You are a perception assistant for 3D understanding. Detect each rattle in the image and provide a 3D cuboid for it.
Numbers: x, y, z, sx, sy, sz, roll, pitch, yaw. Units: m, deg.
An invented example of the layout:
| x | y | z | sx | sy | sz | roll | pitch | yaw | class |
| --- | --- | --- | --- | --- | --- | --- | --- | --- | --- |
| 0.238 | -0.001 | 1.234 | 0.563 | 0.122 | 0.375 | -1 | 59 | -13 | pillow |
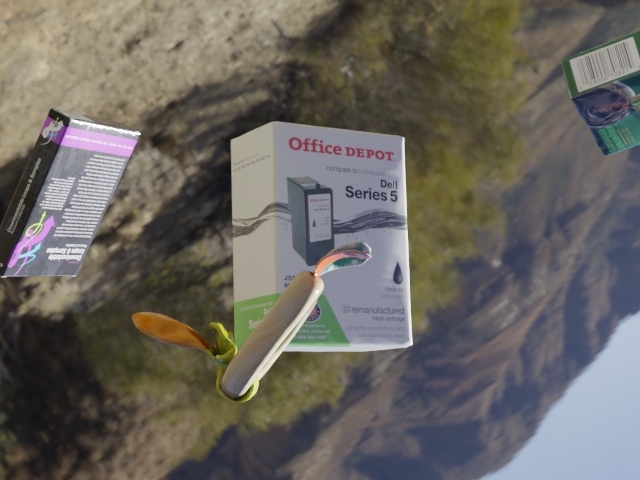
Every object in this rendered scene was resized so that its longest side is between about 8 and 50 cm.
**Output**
| x | y | z | sx | sy | sz | roll | pitch | yaw | class |
| --- | --- | --- | --- | --- | --- | --- | --- | --- | --- |
| -0.060 | 0.043 | 1.068 | 0.130 | 0.143 | 0.199 | -16 | 144 | -54 | rattle |

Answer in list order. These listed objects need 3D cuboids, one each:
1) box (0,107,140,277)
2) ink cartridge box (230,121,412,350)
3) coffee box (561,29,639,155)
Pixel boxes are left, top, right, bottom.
| x | y | z | sx | sy | sz | roll | pitch | yaw | class |
| --- | --- | --- | --- | --- | --- | --- | --- | --- | --- |
| -0.243 | -0.041 | 1.079 | 0.162 | 0.029 | 0.116 | -65 | 158 | 9 | box |
| 0.000 | 0.000 | 1.427 | 0.198 | 0.272 | 0.115 | 3 | 170 | -31 | ink cartridge box |
| 0.290 | -0.132 | 0.879 | 0.184 | 0.040 | 0.113 | -19 | 152 | 20 | coffee box |
